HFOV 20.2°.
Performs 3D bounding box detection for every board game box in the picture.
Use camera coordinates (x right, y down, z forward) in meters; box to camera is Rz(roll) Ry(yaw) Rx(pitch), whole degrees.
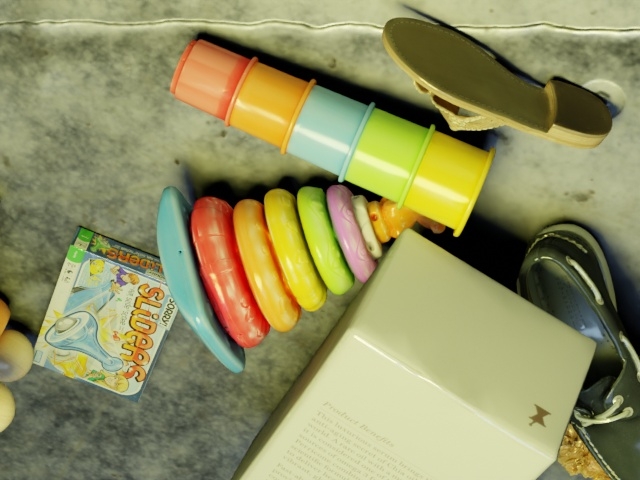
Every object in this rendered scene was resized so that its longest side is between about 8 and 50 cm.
[{"bbox_3d":[-0.236,0.086,2.014,0.136,0.035,0.201,21,132,-5],"label":"board game box"}]

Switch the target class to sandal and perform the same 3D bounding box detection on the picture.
[{"bbox_3d":[0.153,-0.127,1.709,0.240,0.088,0.079,20,139,-12],"label":"sandal"}]

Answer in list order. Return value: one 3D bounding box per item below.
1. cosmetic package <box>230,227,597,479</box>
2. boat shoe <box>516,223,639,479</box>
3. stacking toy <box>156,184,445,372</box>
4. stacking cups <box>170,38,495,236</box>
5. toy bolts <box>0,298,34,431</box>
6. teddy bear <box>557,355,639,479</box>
[{"bbox_3d":[0.066,0.216,1.851,0.230,0.161,0.453,32,139,-2],"label":"cosmetic package"},{"bbox_3d":[0.274,0.135,1.824,0.114,0.091,0.303,-24,97,26],"label":"boat shoe"},{"bbox_3d":[0.000,0.000,1.828,0.301,0.175,0.166,-20,154,7],"label":"stacking toy"},{"bbox_3d":[0.010,-0.111,1.741,0.316,0.096,0.096,25,131,0],"label":"stacking cups"},{"bbox_3d":[-0.370,0.099,1.936,0.158,0.228,0.218,33,121,-12],"label":"toy bolts"},{"bbox_3d":[0.413,0.274,1.970,0.245,0.113,0.338,-20,123,25],"label":"teddy bear"}]
